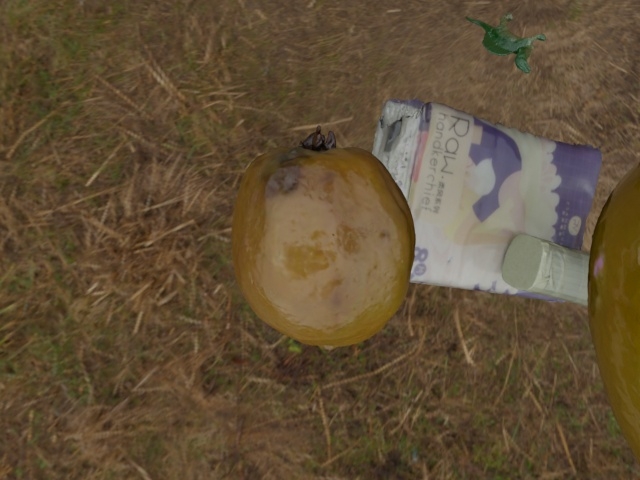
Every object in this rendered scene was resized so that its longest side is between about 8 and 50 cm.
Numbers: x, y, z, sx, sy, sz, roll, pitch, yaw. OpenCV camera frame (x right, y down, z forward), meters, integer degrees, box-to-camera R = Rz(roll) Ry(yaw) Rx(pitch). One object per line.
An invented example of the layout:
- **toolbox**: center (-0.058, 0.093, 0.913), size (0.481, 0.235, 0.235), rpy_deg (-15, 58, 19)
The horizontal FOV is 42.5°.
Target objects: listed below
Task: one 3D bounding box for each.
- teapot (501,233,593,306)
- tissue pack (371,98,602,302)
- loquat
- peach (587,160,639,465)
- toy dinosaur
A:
- **teapot**: center (0.355, 0.034, 1.127), size (0.201, 0.077, 0.107), rpy_deg (15, 92, -27)
- **tissue pack**: center (0.223, -0.049, 1.162), size (0.344, 0.125, 0.242), rpy_deg (9, 97, -31)
- **loquat**: center (0.000, 0.000, 0.818), size (0.187, 0.176, 0.234), rpy_deg (2, 112, 13)
- **peach**: center (0.232, 0.029, 0.321), size (0.251, 0.153, 0.251), rpy_deg (3, 122, 5)
- **toy dinosaur**: center (0.207, -0.234, 0.949), size (0.120, 0.060, 0.029), rpy_deg (41, 149, 28)
